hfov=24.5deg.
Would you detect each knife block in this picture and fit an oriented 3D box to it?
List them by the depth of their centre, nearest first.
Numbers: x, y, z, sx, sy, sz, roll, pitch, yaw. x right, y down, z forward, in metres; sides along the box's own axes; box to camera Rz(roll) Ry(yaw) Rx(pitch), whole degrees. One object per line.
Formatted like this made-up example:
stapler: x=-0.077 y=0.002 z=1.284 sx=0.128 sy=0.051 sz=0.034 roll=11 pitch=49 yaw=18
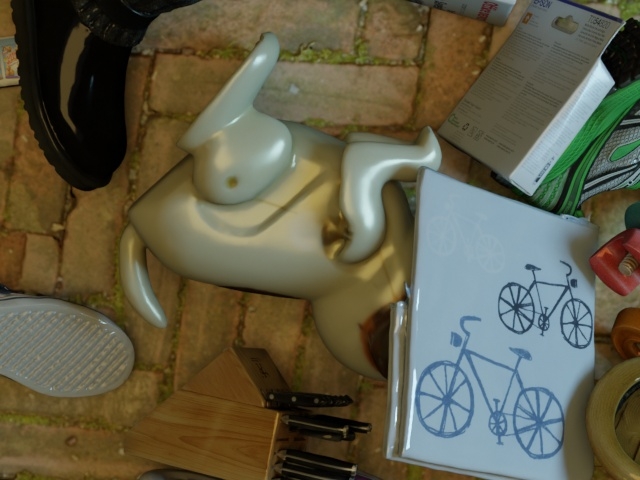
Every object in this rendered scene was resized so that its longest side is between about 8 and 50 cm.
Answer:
knife block: x=-0.077 y=0.262 z=1.792 sx=0.276 sy=0.088 sz=0.242 roll=-40 pitch=67 yaw=19

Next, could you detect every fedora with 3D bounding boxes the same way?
fedora: x=0.394 y=0.227 z=1.715 sx=0.194 sy=0.079 sz=0.194 roll=2 pitch=54 yaw=-2

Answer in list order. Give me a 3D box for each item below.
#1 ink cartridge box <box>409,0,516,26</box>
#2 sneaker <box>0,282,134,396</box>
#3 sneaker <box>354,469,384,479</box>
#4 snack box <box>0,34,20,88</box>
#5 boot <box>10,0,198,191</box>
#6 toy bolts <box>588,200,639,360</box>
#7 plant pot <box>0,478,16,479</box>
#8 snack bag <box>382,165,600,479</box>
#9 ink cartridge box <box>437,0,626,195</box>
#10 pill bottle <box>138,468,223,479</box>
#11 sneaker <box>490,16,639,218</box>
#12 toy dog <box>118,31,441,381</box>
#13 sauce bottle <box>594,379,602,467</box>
ink cartridge box: x=0.106 y=-0.359 z=1.767 sx=0.289 sy=0.211 sz=0.121 roll=16 pitch=92 yaw=3
sneaker: x=-0.399 y=0.115 z=1.866 sx=0.321 sy=0.127 sz=0.126 roll=11 pitch=99 yaw=-22
sneaker: x=0.123 y=0.360 z=1.817 sx=0.282 sy=0.161 sz=0.102 roll=10 pitch=91 yaw=2
snack box: x=-0.451 y=-0.223 z=1.898 sx=0.178 sy=0.022 sz=0.064 roll=-7 pitch=91 yaw=4
boot: x=-0.236 y=-0.250 z=1.785 sx=0.260 sy=0.131 sz=0.347 roll=-12 pitch=91 yaw=28
toy bolts: x=0.438 y=0.041 z=1.786 sx=0.228 sy=0.218 sz=0.158 roll=49 pitch=63 yaw=-11
plant pot: x=-0.421 y=0.456 z=1.835 sx=0.284 sy=0.191 sz=0.284 roll=0 pitch=92 yaw=3
snack bag: x=0.203 y=0.104 z=1.692 sx=0.323 sy=0.037 sz=0.342 roll=16 pitch=72 yaw=-37
ink cartridge box: x=0.258 y=-0.181 z=1.764 sx=0.045 sy=0.223 sz=0.224 roll=33 pitch=96 yaw=-25
pill bottle: x=-0.184 y=0.429 z=1.843 sx=0.146 sy=0.146 sz=0.264 roll=13 pitch=93 yaw=3
sneaker: x=0.369 y=-0.153 z=1.768 sx=0.146 sy=0.134 sz=0.343 roll=35 pitch=128 yaw=-19
toy dog: x=0.000 y=0.000 z=1.747 sx=0.408 sy=0.284 sz=0.395 roll=37 pitch=83 yaw=-5
sauce bottle: x=0.261 y=0.221 z=1.827 sx=0.345 sy=0.111 sz=0.111 roll=4 pitch=92 yaw=1
